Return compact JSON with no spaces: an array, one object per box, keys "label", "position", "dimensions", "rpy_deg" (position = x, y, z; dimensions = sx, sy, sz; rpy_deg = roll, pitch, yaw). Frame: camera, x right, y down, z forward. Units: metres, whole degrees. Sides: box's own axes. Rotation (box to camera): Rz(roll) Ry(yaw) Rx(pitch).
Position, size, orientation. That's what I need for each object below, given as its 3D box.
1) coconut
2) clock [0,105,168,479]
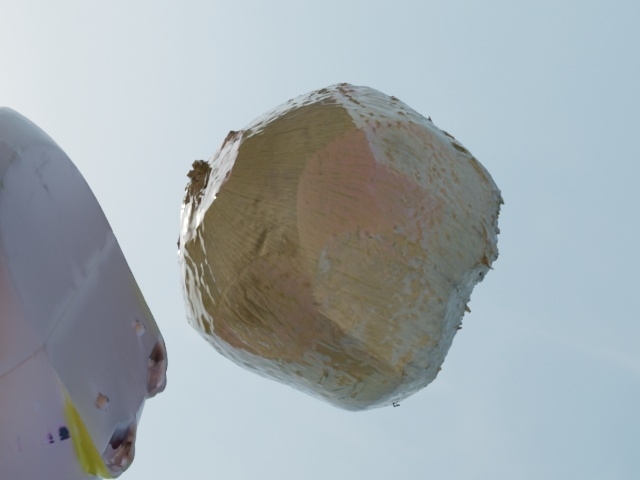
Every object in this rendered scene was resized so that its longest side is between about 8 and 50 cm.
[{"label":"coconut","position":[0.000,0.000,1.287],"dimensions":[0.297,0.254,0.297],"rpy_deg":[-41,-154,25]},{"label":"clock","position":[-0.324,0.064,0.895],"dimensions":[0.376,0.251,0.368],"rpy_deg":[-16,-160,12]}]
